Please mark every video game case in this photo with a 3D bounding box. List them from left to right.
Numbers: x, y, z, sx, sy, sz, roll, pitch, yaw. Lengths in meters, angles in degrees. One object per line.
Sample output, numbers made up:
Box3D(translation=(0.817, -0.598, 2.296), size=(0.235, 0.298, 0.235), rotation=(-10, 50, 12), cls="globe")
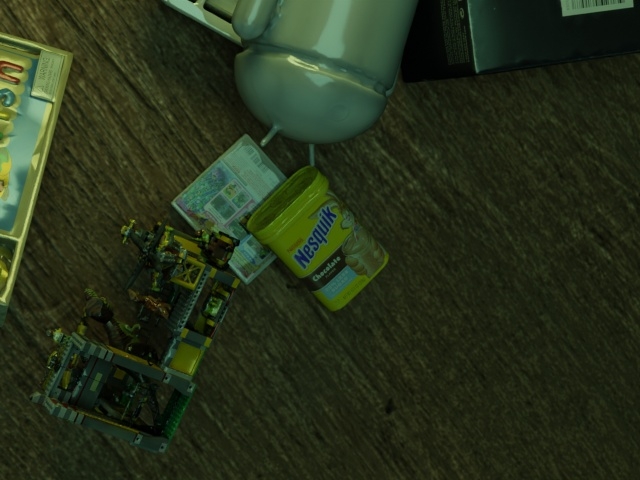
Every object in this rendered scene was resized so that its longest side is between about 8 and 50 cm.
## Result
Box3D(translation=(-0.103, -0.043, 1.711), size=(0.143, 0.019, 0.157), rotation=(-43, 104, -5), cls="video game case")

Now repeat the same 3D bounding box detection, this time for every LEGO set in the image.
Box3D(translation=(-0.262, 0.102, 1.572), size=(0.192, 0.255, 0.331), rotation=(26, 97, -30), cls="LEGO set")

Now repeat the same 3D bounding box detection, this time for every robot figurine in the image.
Box3D(translation=(0.011, -0.273, 1.548), size=(0.300, 0.199, 0.353), rotation=(18, 90, -46), cls="robot figurine")

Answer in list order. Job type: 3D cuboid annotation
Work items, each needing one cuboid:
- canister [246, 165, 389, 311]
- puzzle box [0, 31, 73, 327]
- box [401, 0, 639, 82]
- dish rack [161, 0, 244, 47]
Box3D(translation=(0.000, 0.000, 1.697), size=(0.126, 0.073, 0.170), rotation=(-45, 115, -4), cls="canister")
Box3D(translation=(-0.467, -0.107, 1.479), size=(0.272, 0.052, 0.409), rotation=(14, 52, -14), cls="puzzle box")
Box3D(translation=(0.301, -0.319, 1.623), size=(0.343, 0.312, 0.179), rotation=(-9, 98, -11), cls="box")
Box3D(translation=(-0.051, -0.415, 1.658), size=(0.285, 0.072, 0.333), rotation=(27, 89, -13), cls="dish rack")
